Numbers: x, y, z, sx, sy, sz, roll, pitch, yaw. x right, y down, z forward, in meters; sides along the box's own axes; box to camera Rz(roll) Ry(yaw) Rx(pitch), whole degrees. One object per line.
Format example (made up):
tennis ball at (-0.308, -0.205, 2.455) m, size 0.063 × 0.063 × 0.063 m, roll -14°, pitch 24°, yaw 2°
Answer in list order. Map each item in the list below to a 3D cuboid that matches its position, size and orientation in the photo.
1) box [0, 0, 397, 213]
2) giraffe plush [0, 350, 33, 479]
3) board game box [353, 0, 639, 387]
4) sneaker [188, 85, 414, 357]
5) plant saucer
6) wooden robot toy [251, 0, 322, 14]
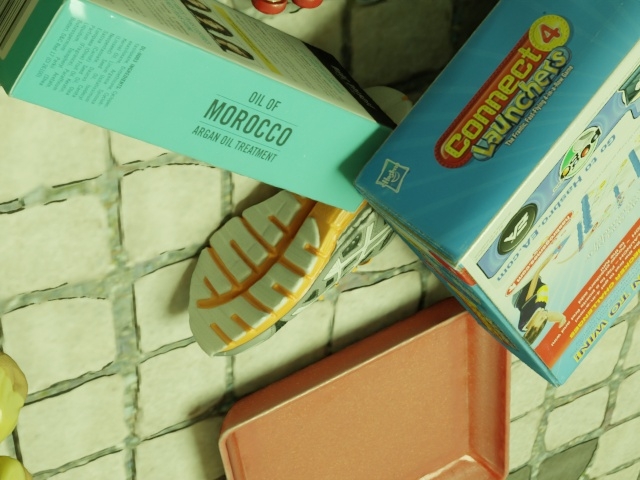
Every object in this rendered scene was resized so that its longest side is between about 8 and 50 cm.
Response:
box at (-0.069, -0.092, 0.689) m, size 0.244 × 0.100 × 0.060 m, roll 18°, pitch 116°, yaw -44°
giraffe plush at (-0.279, 0.152, 0.726) m, size 0.170 × 0.210 × 0.181 m, roll -8°, pitch 154°, yaw 14°
board game box at (0.192, -0.078, 0.822) m, size 0.308 × 0.086 × 0.302 m, roll -51°, pitch 152°, yaw -2°
sneaker at (0.000, 0.000, 0.839) m, size 0.215 × 0.084 × 0.083 m, roll -45°, pitch 144°, yaw 5°
plant saucer at (0.039, 0.168, 1.043) m, size 0.258 × 0.048 × 0.259 m, roll -25°, pitch 136°, yaw -17°
wooden robot toy at (0.007, -0.154, 0.705) m, size 0.173 × 0.079 × 0.076 m, roll -14°, pitch 133°, yaw -26°
